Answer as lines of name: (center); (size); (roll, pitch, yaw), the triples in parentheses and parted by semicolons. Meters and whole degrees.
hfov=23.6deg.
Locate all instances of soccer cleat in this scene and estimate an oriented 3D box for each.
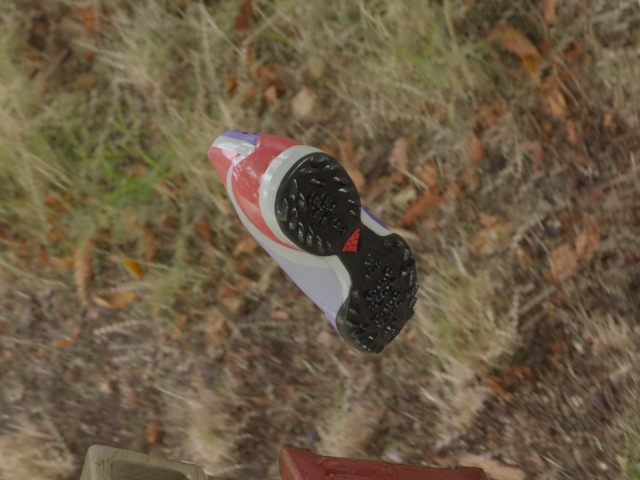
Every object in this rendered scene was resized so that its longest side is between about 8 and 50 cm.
soccer cleat: (0.000, 0.000, 1.470); (0.116, 0.318, 0.109); (29, 75, 36)

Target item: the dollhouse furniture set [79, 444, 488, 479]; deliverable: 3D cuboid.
dollhouse furniture set: (-0.091, 0.205, 0.751); (0.374, 0.152, 0.201); (10, 103, -12)
